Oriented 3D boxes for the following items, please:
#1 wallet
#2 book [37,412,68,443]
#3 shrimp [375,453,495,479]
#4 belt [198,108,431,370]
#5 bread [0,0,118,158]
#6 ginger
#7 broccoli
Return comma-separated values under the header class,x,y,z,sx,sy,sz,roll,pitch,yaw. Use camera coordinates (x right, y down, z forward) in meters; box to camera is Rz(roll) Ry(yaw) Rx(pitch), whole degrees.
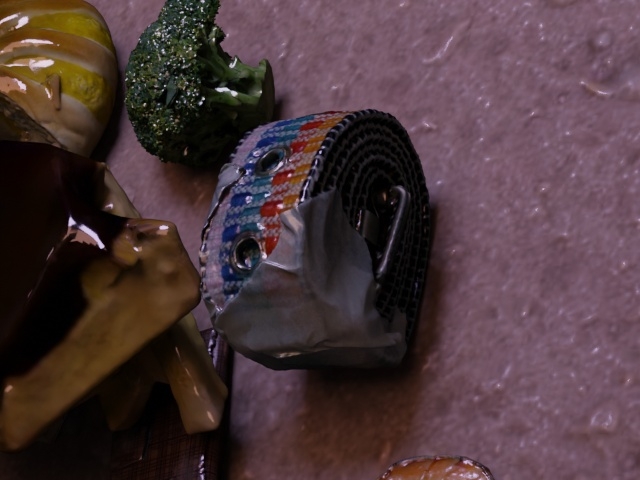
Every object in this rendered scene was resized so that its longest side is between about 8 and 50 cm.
class,x,y,z,sx,sy,sz,roll,pitch,yaw
wallet,-0.144,0.195,1.679,0.124,0.042,0.230,-19,50,25
book,-0.293,0.096,1.859,0.160,0.024,0.228,7,66,39
shrimp,0.068,0.265,1.493,0.147,0.035,0.195,7,58,34
belt,0.000,0.000,1.602,0.150,0.207,0.258,-7,49,33
bread,-0.389,-0.168,2.006,0.333,0.160,0.333,-18,51,23
ginger,-0.263,0.092,1.711,0.413,0.211,0.358,16,83,54
broccoli,-0.131,-0.166,1.836,0.156,0.195,0.195,6,63,14
